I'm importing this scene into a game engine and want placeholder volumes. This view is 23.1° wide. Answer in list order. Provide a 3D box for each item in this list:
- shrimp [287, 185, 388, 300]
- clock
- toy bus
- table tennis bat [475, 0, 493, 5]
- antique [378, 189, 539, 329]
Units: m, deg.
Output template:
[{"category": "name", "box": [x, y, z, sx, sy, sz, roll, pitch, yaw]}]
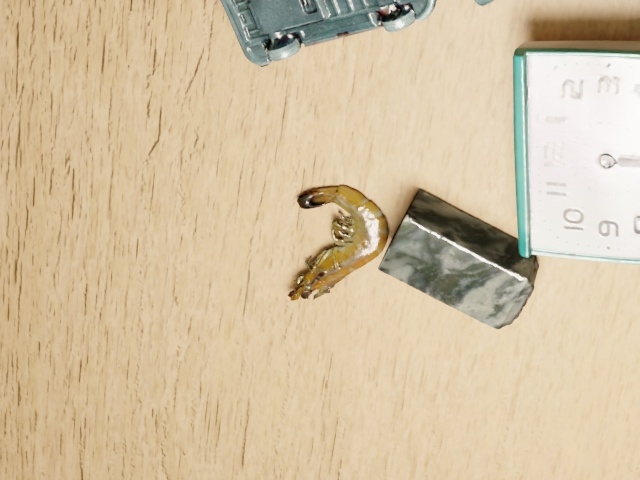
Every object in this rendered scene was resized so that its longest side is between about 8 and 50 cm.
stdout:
[{"category": "shrimp", "box": [0.000, 0.001, 2.002, 0.178, 0.034, 0.124, -35, 100, 26]}, {"category": "clock", "box": [0.345, -0.107, 1.809, 0.231, 0.116, 0.262, 4, 116, 20]}, {"category": "toy bus", "box": [0.022, -0.293, 1.777, 0.265, 0.120, 0.121, -11, 114, 32]}, {"category": "table tennis bat", "box": [0.132, -0.370, 1.771, 0.149, 0.038, 0.237, -31, 101, 30]}, {"category": "antique", "box": [0.176, 0.027, 1.933, 0.183, 0.086, 0.088, 28, 121, 1]}]
